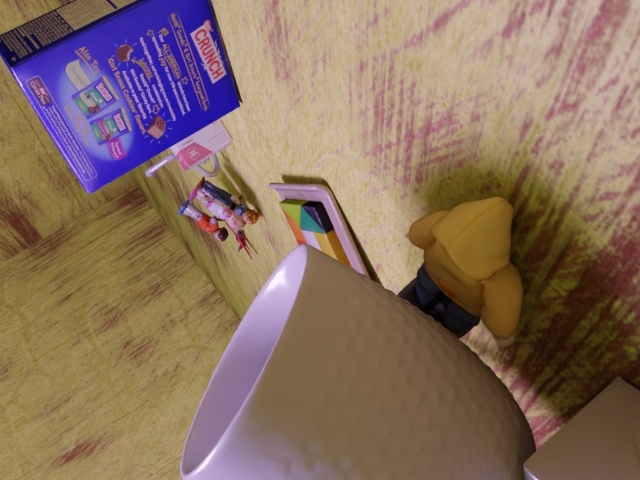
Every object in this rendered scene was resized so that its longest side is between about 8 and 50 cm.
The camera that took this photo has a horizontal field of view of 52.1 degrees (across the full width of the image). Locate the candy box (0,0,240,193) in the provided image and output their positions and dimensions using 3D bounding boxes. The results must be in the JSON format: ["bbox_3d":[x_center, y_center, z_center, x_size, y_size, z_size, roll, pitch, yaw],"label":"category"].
[{"bbox_3d":[-0.316,-0.271,1.084,0.122,0.317,0.268,46,161,35],"label":"candy box"}]

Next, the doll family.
[{"bbox_3d":[-0.230,-0.082,1.572,0.163,0.118,0.263,35,162,-12],"label":"doll family"}]

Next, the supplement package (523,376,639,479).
[{"bbox_3d":[0.323,0.288,0.634,0.194,0.149,0.203,38,156,47],"label":"supplement package"}]

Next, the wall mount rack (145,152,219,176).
[{"bbox_3d":[-0.360,-0.284,1.555,0.350,0.130,0.304,59,-158,-3],"label":"wall mount rack"}]

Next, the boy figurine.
[{"bbox_3d":[0.160,0.043,0.738,0.177,0.092,0.285,54,168,16],"label":"boy figurine"}]

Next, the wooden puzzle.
[{"bbox_3d":[0.000,0.000,1.184,0.239,0.044,0.221,61,160,-18],"label":"wooden puzzle"}]

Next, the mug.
[{"bbox_3d":[0.054,0.188,0.771,0.328,0.276,0.374,30,-168,-10],"label":"mug"}]

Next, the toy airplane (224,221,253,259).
[{"bbox_3d":[-0.231,0.003,1.911,0.151,0.028,0.151,51,164,21],"label":"toy airplane"}]

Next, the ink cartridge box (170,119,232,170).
[{"bbox_3d":[-0.291,-0.263,1.394,0.198,0.115,0.067,57,163,-6],"label":"ink cartridge box"}]
